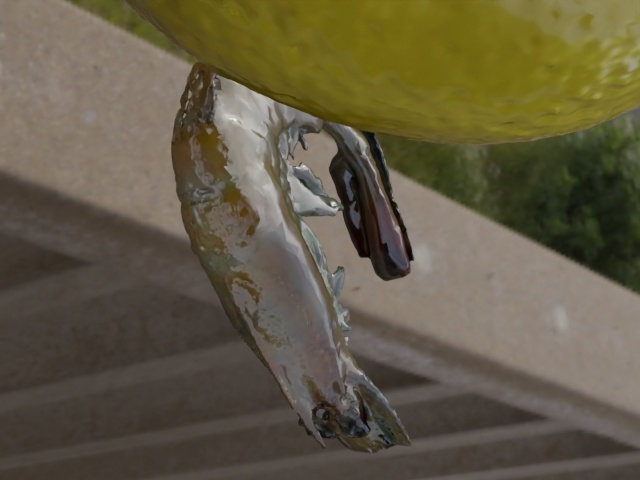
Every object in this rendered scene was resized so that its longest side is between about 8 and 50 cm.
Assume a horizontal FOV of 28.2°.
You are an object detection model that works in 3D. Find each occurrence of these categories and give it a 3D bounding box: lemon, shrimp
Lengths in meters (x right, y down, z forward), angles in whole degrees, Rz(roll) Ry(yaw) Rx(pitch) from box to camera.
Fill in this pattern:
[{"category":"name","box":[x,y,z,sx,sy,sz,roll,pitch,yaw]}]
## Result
[{"category":"lemon","box":[0.033,-0.160,0.461,0.320,0.245,0.245,9,67,-19]},{"category":"shrimp","box":[-0.001,0.000,0.718,0.253,0.058,0.173,61,43,-25]}]
